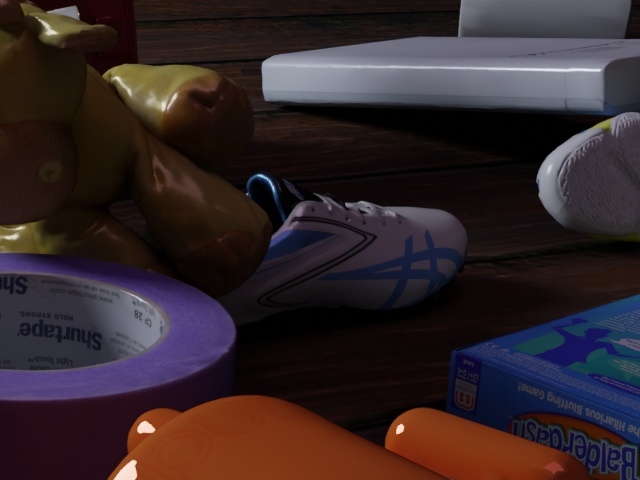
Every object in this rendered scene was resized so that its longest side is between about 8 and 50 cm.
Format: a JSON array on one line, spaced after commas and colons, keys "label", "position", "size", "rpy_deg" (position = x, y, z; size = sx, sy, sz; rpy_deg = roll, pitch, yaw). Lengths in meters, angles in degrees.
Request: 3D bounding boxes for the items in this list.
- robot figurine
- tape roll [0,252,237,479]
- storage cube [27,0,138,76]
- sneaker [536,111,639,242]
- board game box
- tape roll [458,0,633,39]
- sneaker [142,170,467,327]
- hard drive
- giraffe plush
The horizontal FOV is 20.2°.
[{"label": "robot figurine", "position": [0.004, 0.128, 0.565], "size": [0.158, 0.128, 0.219], "rpy_deg": [-7, 20, -42]}, {"label": "tape roll", "position": [-0.133, 0.071, 0.793], "size": [0.189, 0.080, 0.189], "rpy_deg": [5, 17, -2]}, {"label": "storage cube", "position": [-0.242, -0.154, 1.290], "size": [0.193, 0.215, 0.183], "rpy_deg": [-7, 20, -15]}, {"label": "sneaker", "position": [0.223, -0.047, 1.308], "size": [0.240, 0.091, 0.126], "rpy_deg": [-9, 3, -37]}, {"label": "board game box", "position": [0.191, 0.078, 0.911], "size": [0.160, 0.047, 0.210], "rpy_deg": [19, 22, 41]}, {"label": "tape roll", "position": [0.235, -0.299, 1.827], "size": [0.169, 0.246, 0.246], "rpy_deg": [7, 17, 5]}, {"label": "sneaker", "position": [0.000, 0.000, 1.053], "size": [0.237, 0.086, 0.085], "rpy_deg": [-8, 20, -41]}, {"label": "hard drive", "position": [0.156, -0.142, 1.523], "size": [0.353, 0.047, 0.233], "rpy_deg": [7, 14, 42]}, {"label": "giraffe plush", "position": [-0.139, -0.057, 0.909], "size": [0.181, 0.210, 0.170], "rpy_deg": [-29, -19, 7]}]
